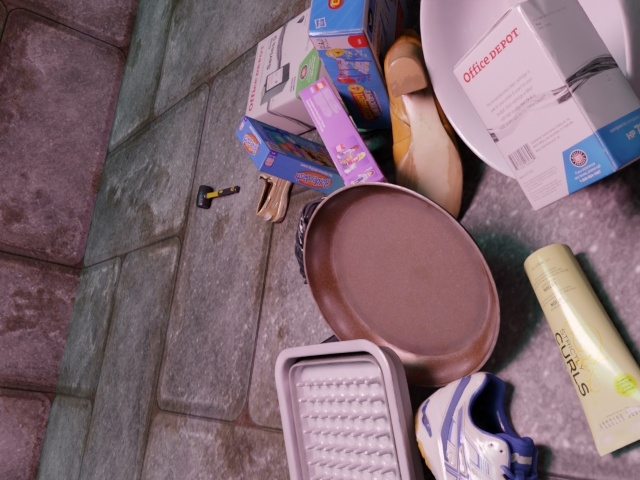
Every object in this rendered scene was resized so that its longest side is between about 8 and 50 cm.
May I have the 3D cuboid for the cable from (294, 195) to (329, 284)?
[{"bbox_3d":[0.000,0.000,1.297,0.150,0.047,0.184,-52,41,38],"label":"cable"}]

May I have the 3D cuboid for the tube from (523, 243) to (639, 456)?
[{"bbox_3d":[0.309,0.115,0.770,0.070,0.062,0.240,82,174,-57],"label":"tube"}]

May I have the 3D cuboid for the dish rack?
[{"bbox_3d":[0.052,0.313,0.981,0.285,0.072,0.332,-18,79,53],"label":"dish rack"}]

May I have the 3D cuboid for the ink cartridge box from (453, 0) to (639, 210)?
[{"bbox_3d":[0.245,-0.145,0.712,0.190,0.082,0.139,63,159,6],"label":"ink cartridge box"}]

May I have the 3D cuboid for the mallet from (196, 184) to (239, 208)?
[{"bbox_3d":[-0.271,-0.114,1.754,0.190,0.039,0.062,5,80,52],"label":"mallet"}]

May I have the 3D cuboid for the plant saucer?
[{"bbox_3d":[0.111,0.059,0.925,0.311,0.050,0.310,21,126,32],"label":"plant saucer"}]

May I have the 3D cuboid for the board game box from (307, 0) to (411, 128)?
[{"bbox_3d":[0.079,-0.392,1.121,0.086,0.302,0.308,1,72,18],"label":"board game box"}]

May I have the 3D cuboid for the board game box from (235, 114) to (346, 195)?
[{"bbox_3d":[-0.041,-0.155,1.267,0.047,0.210,0.160,-61,34,20],"label":"board game box"}]

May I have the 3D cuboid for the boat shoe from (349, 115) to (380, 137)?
[{"bbox_3d":[0.075,-0.215,1.274,0.137,0.043,0.049,-3,61,41],"label":"boat shoe"}]

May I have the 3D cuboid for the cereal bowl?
[{"bbox_3d":[0.280,-0.248,0.820,0.339,0.141,0.339,47,151,36],"label":"cereal bowl"}]

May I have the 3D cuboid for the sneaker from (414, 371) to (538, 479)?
[{"bbox_3d":[0.204,0.294,0.793,0.131,0.112,0.296,-48,41,33],"label":"sneaker"}]

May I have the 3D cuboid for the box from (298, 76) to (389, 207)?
[{"bbox_3d":[0.067,-0.115,1.097,0.057,0.201,0.293,-30,44,7],"label":"box"}]

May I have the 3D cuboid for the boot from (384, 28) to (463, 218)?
[{"bbox_3d":[0.169,-0.181,1.063,0.104,0.295,0.211,-9,23,17],"label":"boot"}]

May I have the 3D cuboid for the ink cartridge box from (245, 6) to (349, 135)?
[{"bbox_3d":[-0.032,-0.356,1.424,0.289,0.122,0.211,-10,67,55],"label":"ink cartridge box"}]

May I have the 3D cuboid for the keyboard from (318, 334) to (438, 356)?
[{"bbox_3d":[0.072,0.142,1.068,0.317,0.033,0.201,-38,69,40],"label":"keyboard"}]

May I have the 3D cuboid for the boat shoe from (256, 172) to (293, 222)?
[{"bbox_3d":[-0.101,-0.137,1.472,0.068,0.072,0.190,-10,68,54],"label":"boat shoe"}]
